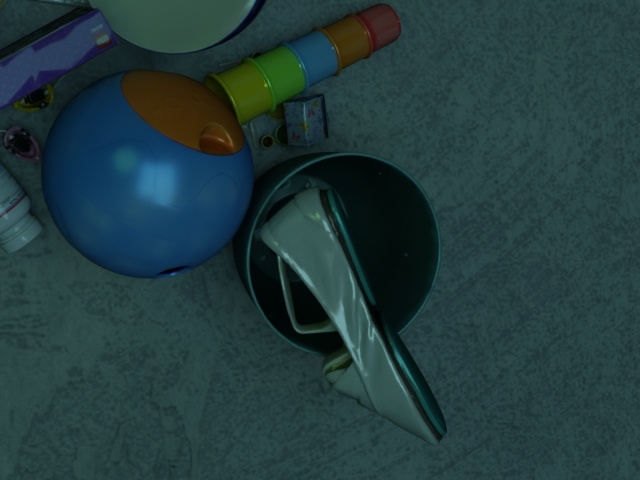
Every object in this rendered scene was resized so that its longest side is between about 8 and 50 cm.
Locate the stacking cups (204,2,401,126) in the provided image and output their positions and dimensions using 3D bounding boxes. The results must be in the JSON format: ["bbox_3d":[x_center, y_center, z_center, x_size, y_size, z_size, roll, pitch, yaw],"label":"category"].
[{"bbox_3d":[-0.014,-0.266,1.590,0.316,0.096,0.096,-27,108,-20],"label":"stacking cups"}]

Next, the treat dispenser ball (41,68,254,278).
[{"bbox_3d":[-0.236,-0.091,1.458,0.288,0.288,0.288,-4,102,-19],"label":"treat dispenser ball"}]

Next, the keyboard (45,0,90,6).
[{"bbox_3d":[-0.427,-0.377,1.482,0.256,0.014,0.072,4,99,-20],"label":"keyboard"}]

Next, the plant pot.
[{"bbox_3d":[0.000,0.000,1.587,0.293,0.235,0.293,-4,102,-18],"label":"plant pot"}]

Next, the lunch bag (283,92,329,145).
[{"bbox_3d":[-0.014,-0.187,1.638,0.083,0.053,0.071,-25,113,-54],"label":"lunch bag"}]

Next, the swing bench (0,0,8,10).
[{"bbox_3d":[-0.507,-0.353,1.279,0.165,0.253,0.254,-48,130,9],"label":"swing bench"}]

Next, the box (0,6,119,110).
[{"bbox_3d":[-0.422,-0.218,1.414,0.293,0.201,0.057,-32,111,-11],"label":"box"}]

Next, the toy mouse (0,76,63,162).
[{"bbox_3d":[-0.399,-0.153,1.514,0.161,0.031,0.143,-35,118,-28],"label":"toy mouse"}]

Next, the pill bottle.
[{"bbox_3d":[-0.465,-0.063,1.491,0.087,0.087,0.160,-38,111,-9],"label":"pill bottle"}]

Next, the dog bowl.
[{"bbox_3d":[-0.195,-0.389,1.451,0.264,0.104,0.265,1,105,4],"label":"dog bowl"}]

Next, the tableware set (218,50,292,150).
[{"bbox_3d":[-0.091,-0.212,1.627,0.104,0.024,0.154,-17,105,-16],"label":"tableware set"}]

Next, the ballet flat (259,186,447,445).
[{"bbox_3d":[0.038,0.119,1.443,0.139,0.139,0.400,-30,105,-12],"label":"ballet flat"}]
